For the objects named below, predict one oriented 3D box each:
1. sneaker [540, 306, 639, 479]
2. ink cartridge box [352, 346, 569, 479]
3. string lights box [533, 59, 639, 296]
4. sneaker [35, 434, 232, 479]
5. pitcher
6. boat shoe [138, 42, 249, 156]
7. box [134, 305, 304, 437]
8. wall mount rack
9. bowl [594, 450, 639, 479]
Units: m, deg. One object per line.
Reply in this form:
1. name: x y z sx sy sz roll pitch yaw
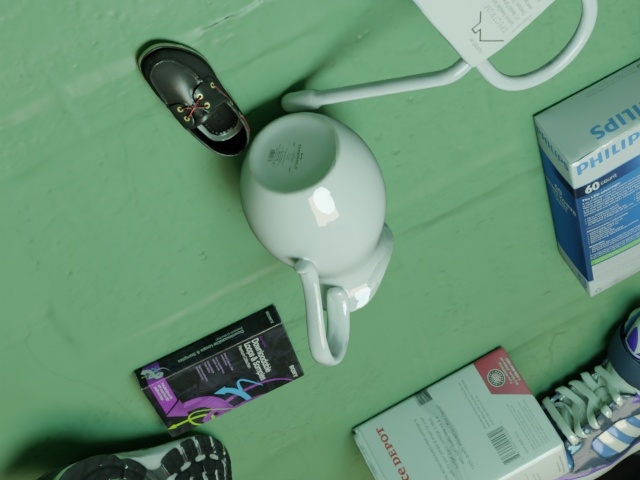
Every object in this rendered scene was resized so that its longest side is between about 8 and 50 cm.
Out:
1. sneaker: 0.375 0.181 1.664 0.322 0.130 0.236 -18 133 -7
2. ink cartridge box: 0.171 0.259 1.574 0.217 0.159 0.092 -28 144 -1
3. string lights box: 0.315 -0.059 1.360 0.133 0.077 0.260 -28 144 -2
4. sneaker: -0.207 0.272 1.400 0.121 0.111 0.300 -10 167 35
5. pitcher: 0.000 0.000 1.142 0.125 0.178 0.207 -2 150 15
6. boat shoe: -0.100 -0.115 1.050 0.049 0.042 0.133 -33 142 10
7. box: -0.104 0.141 1.362 0.162 0.029 0.116 -27 144 -5
8. wall mount rack: 0.055 -0.211 0.975 0.304 0.130 0.350 -41 142 10
9. bowl: 0.338 0.392 1.915 0.391 0.077 0.391 -18 142 -15
